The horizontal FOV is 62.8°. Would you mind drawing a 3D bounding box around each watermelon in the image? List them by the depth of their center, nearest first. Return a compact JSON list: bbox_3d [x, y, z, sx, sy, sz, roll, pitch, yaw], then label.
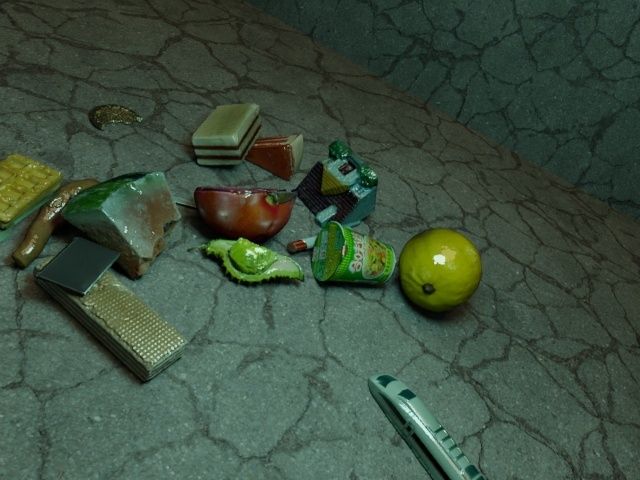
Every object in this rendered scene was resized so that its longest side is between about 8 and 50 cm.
[{"bbox_3d":[-0.534,-0.080,1.491,0.302,0.151,0.264,46,34,-10],"label":"watermelon"}]

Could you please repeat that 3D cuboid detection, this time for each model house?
[{"bbox_3d":[0.040,-0.194,1.998,0.249,0.230,0.280,-32,60,-20],"label":"model house"}]

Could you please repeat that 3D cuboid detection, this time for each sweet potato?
[{"bbox_3d":[-0.740,-0.075,1.480,0.109,0.109,0.385,25,40,0],"label":"sweet potato"}]

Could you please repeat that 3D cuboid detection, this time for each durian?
[{"bbox_3d":[-0.223,0.063,1.608,0.375,0.132,0.106,18,11,-6],"label":"durian"}]

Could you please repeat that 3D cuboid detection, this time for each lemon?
[{"bbox_3d":[0.403,0.096,1.779,0.297,0.297,0.297,16,39,-13],"label":"lemon"}]

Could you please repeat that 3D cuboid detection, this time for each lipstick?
[{"bbox_3d":[0.000,0.000,1.840,0.274,0.061,0.068,-14,54,-40],"label":"lipstick"}]

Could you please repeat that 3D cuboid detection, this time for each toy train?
[{"bbox_3d":[0.270,0.499,1.386,0.087,0.088,0.407,-13,51,-39],"label":"toy train"}]

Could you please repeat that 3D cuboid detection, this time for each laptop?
[{"bbox_3d":[-0.613,0.062,1.337,0.129,0.016,0.180,23,35,-3],"label":"laptop"}]

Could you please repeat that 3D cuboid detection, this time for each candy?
[{"bbox_3d":[-0.354,-0.415,2.028,0.180,0.135,0.320,2,36,13],"label":"candy"}]

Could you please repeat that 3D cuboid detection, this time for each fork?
[{"bbox_3d":[-0.806,-0.054,1.412,0.235,0.021,0.039,-39,73,-16],"label":"fork"}]

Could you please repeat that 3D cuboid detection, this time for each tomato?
[{"bbox_3d":[-0.248,-0.091,1.719,0.290,0.176,0.335,10,11,40],"label":"tomato"}]

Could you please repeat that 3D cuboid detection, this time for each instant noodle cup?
[{"bbox_3d":[0.119,0.061,1.744,0.233,0.207,0.207,15,38,-27],"label":"instant noodle cup"}]

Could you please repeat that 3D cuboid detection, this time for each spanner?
[{"bbox_3d":[-0.490,-0.140,1.766,0.302,0.017,0.071,15,38,-14],"label":"spanner"}]

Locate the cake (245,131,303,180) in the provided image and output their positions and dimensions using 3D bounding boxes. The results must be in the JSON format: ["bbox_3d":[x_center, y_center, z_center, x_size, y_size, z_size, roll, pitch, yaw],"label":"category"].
[{"bbox_3d":[-0.196,-0.336,2.137,0.262,0.159,0.158,-1,31,23],"label":"cake"}]

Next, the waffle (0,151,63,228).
[{"bbox_3d":[-0.895,-0.144,1.512,0.168,0.057,0.274,23,38,-4],"label":"waffle"}]

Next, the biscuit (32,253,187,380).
[{"bbox_3d":[-0.532,0.172,1.327,0.426,0.078,0.144,37,38,13],"label":"biscuit"}]

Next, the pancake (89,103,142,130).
[{"bbox_3d":[-0.773,-0.463,1.986,0.191,0.020,0.184,4,42,-24],"label":"pancake"}]
